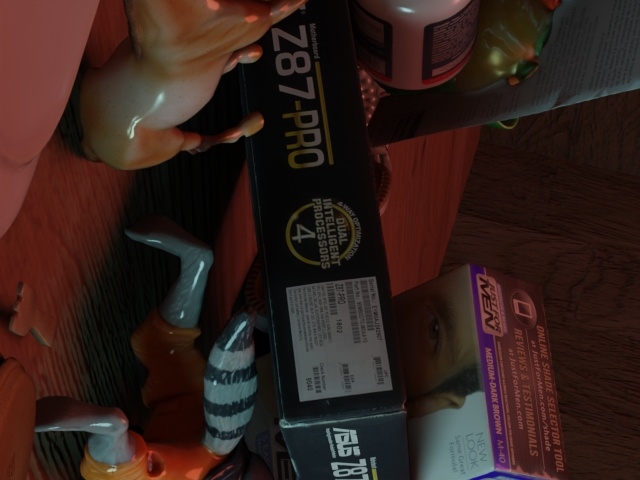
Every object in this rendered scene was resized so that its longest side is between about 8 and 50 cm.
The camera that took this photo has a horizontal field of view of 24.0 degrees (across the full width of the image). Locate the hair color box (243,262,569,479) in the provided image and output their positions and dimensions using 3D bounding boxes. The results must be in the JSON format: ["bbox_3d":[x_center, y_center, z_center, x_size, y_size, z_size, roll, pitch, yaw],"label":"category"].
[{"bbox_3d":[0.053,0.167,1.362,0.110,0.339,0.185,18,57,-41],"label":"hair color box"}]

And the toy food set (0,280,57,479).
[{"bbox_3d":[-0.191,0.123,0.839,0.132,0.038,0.192,94,6,-77],"label":"toy food set"}]

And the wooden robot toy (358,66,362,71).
[{"bbox_3d":[0.033,-0.214,1.525,0.076,0.173,0.079,-33,-105,50],"label":"wooden robot toy"}]

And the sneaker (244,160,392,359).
[{"bbox_3d":[-0.003,0.040,1.603,0.282,0.099,0.153,-57,155,-44],"label":"sneaker"}]

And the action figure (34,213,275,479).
[{"bbox_3d":[-0.092,0.201,1.034,0.341,0.178,0.330,-85,163,-52],"label":"action figure"}]

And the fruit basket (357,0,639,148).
[{"bbox_3d":[0.209,-0.232,1.332,0.165,0.353,0.327,42,55,-39],"label":"fruit basket"}]

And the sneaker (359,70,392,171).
[{"bbox_3d":[0.040,-0.158,1.691,0.235,0.090,0.095,90,3,-66],"label":"sneaker"}]

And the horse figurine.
[{"bbox_3d":[-0.075,-0.104,0.873,0.174,0.066,0.263,-21,165,-41],"label":"horse figurine"}]

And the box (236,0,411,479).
[{"bbox_3d":[0.000,0.000,1.170,0.318,0.097,0.395,86,-3,-65],"label":"box"}]

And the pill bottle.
[{"bbox_3d":[0.072,-0.201,1.166,0.180,0.108,0.108,84,22,-70],"label":"pill bottle"}]

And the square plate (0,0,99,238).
[{"bbox_3d":[-0.139,-0.186,0.644,0.347,0.049,0.344,69,36,-74],"label":"square plate"}]
